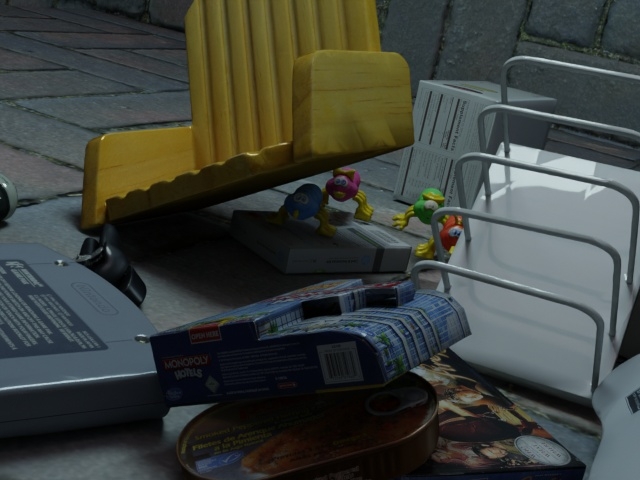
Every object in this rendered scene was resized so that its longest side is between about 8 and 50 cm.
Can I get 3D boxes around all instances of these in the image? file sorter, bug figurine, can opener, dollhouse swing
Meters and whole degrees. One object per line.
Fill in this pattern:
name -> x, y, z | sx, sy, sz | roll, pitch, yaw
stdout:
file sorter -> 0.222, -0.017, 0.980 | 0.193, 0.173, 0.277 | 15, 61, 22
bug figurine -> 0.080, -0.040, 1.266 | 0.279, 0.072, 0.216 | 12, 17, 3
can opener -> -0.228, 0.024, 1.035 | 0.059, 0.073, 0.186 | -32, 24, -7
dollhouse swing -> -0.107, -0.210, 1.202 | 0.347, 0.305, 0.315 | -13, 0, 34

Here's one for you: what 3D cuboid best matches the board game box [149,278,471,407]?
board game box -> 0.006, 0.068, 0.774 | 0.194, 0.060, 0.194 | -11, 4, 32

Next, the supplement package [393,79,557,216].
supplement package -> 0.266, -0.158, 1.687 | 0.145, 0.204, 0.262 | 21, 18, 29

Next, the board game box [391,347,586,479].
board game box -> 0.079, 0.145, 0.830 | 0.165, 0.042, 0.243 | 3, 19, -26

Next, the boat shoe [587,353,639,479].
boat shoe -> 0.272, 0.174, 0.763 | 0.102, 0.108, 0.301 | 52, 13, 1

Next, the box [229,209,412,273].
box -> 0.000, 0.000, 1.273 | 0.186, 0.038, 0.145 | 1, 19, -35

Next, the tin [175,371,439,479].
tin -> -0.007, 0.140, 0.710 | 0.190, 0.040, 0.106 | -13, 28, -11

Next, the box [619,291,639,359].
box -> 0.394, 0.045, 1.132 | 0.182, 0.181, 0.119 | 22, 19, 31

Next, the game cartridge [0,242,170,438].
game cartridge -> -0.252, 0.074, 0.832 | 0.198, 0.062, 0.297 | 4, 17, -38

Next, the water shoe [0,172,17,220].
water shoe -> -0.449, -0.071, 1.148 | 0.203, 0.073, 0.080 | 16, 19, 16
